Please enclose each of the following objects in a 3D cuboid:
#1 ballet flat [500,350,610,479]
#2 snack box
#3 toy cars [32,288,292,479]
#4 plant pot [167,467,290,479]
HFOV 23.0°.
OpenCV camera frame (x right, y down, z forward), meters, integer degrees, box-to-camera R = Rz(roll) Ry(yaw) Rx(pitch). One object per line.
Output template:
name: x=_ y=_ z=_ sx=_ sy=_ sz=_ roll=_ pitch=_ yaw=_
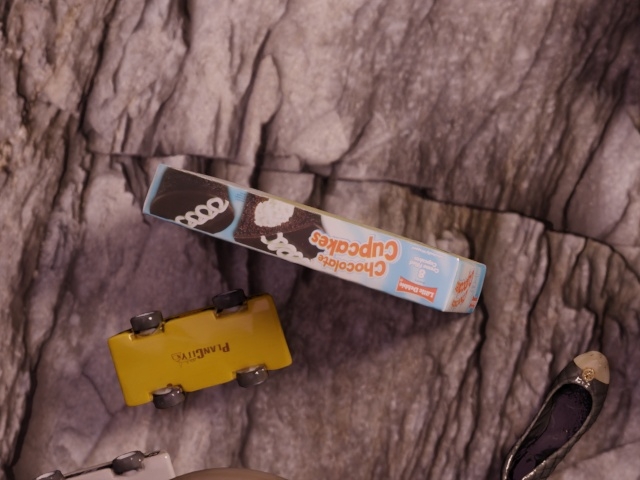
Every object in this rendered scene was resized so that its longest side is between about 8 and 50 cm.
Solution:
ballet flat: x=0.243 y=0.190 z=1.612 sx=0.057 sy=0.049 sz=0.173 roll=33 pitch=95 yaw=13
snack box: x=0.000 y=0.000 z=1.613 sx=0.322 sy=0.187 sz=0.060 roll=18 pitch=92 yaw=15
toy cars: x=-0.179 y=0.198 z=1.703 sx=0.176 sy=0.087 sz=0.393 roll=34 pitch=100 yaw=2
plant pot: x=-0.104 y=0.416 z=1.540 sx=0.323 sy=0.280 sz=0.323 roll=1 pitch=99 yaw=6
